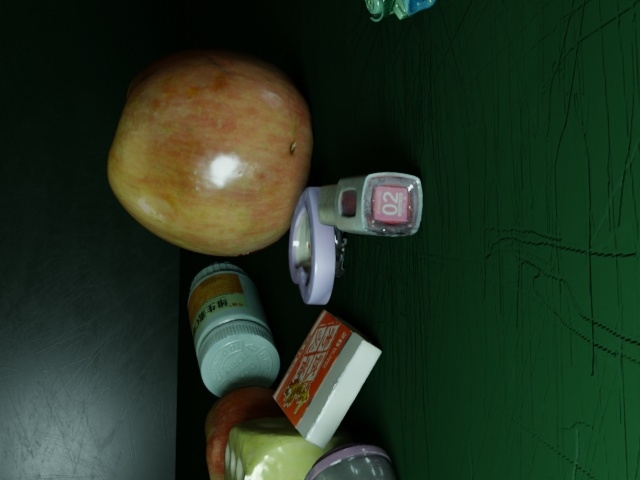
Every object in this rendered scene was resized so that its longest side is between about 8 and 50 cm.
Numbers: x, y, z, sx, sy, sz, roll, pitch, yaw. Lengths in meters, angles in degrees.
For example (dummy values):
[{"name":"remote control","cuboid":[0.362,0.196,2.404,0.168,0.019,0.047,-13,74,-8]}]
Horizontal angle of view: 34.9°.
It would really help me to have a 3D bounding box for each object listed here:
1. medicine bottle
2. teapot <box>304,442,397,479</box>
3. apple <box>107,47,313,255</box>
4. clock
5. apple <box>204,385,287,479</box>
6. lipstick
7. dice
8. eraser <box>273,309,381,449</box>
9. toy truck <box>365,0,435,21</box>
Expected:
[{"name":"medicine bottle","cuboid":[-0.185,0.176,2.077,0.318,0.158,0.158,-115,30,-62]},{"name":"teapot","cuboid":[0.046,0.342,1.252,0.146,0.116,0.148,-116,34,-40]},{"name":"apple","cuboid":[-0.202,-0.162,1.833,0.391,0.346,0.392,-173,90,-79]},{"name":"clock","cuboid":[0.000,0.000,1.569,0.198,0.064,0.172,-127,41,-68]},{"name":"apple","cuboid":[-0.120,0.360,1.794,0.209,0.164,0.210,176,90,-85]},{"name":"lipstick","cuboid":[0.057,-0.047,1.331,0.253,0.077,0.079,-169,82,-77]},{"name":"dice","cuboid":[-0.045,0.351,1.480,0.169,0.169,0.166,176,96,-75]},{"name":"eraser","cuboid":[0.004,0.190,1.448,0.157,0.038,0.230,-59,15,-2]},{"name":"toy truck","cuboid":[0.115,-0.297,1.179,0.078,0.080,0.154,61,158,10]}]
